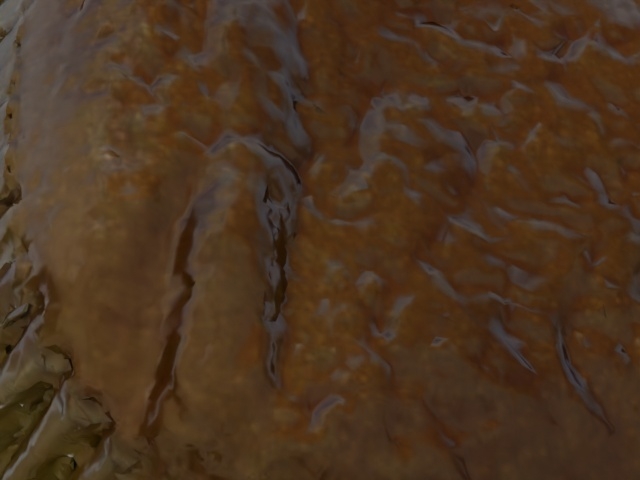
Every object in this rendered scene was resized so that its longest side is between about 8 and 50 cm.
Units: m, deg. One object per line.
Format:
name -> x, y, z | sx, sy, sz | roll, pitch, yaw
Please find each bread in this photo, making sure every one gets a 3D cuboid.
bread -> 0.000, 0.000, 0.499 | 0.227, 0.253, 0.142 | 18, -42, -13
